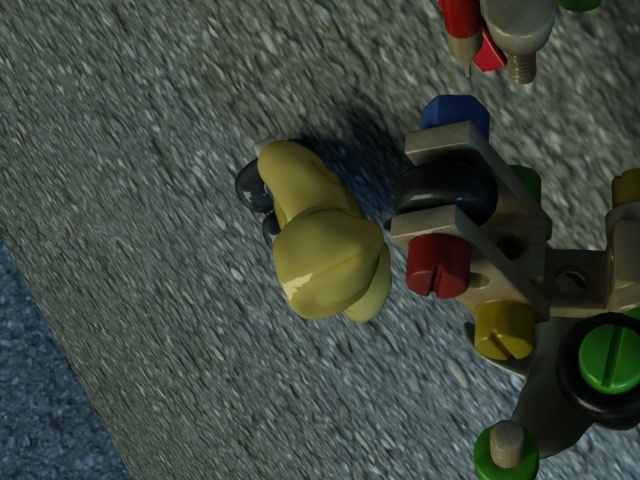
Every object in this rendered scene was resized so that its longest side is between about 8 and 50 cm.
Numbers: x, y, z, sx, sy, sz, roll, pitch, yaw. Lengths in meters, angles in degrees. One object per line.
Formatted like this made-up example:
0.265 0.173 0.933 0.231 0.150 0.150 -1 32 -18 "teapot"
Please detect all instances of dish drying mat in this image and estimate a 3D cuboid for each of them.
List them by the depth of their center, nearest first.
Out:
0.098 -0.154 1.133 0.083 0.008 0.032 58 157 -10 "dish drying mat"

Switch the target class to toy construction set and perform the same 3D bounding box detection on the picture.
0.160 -0.014 0.987 0.237 0.257 0.309 72 175 -65 "toy construction set"

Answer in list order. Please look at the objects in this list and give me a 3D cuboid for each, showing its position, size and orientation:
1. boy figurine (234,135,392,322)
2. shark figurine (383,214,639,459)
0.000 0.000 1.340 0.177 0.092 0.285 60 -179 -18 "boy figurine"
0.171 0.034 1.194 0.116 0.166 0.278 -56 40 35 "shark figurine"
